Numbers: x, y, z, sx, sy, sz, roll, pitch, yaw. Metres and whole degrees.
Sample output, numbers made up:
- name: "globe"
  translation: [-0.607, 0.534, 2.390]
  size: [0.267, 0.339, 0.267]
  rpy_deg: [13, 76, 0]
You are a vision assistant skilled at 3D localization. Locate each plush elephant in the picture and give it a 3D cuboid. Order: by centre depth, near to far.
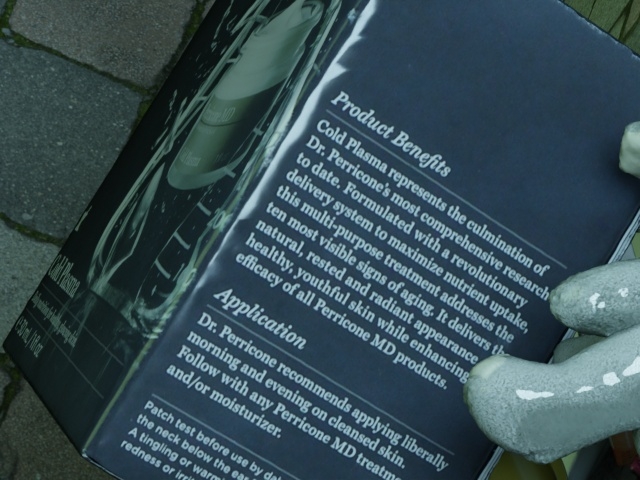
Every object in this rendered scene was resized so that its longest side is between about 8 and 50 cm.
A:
- name: "plush elephant"
  translation: [0.259, 0.071, 1.353]
  size: [0.330, 0.272, 0.255]
  rpy_deg: [-37, 23, 8]

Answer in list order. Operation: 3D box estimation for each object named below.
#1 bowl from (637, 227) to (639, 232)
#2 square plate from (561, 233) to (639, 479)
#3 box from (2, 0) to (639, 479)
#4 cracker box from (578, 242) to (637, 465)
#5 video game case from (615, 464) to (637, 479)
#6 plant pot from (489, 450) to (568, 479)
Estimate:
- name: "bowl"
  translation: [0.355, -0.048, 1.687]
  size: [0.298, 0.134, 0.297]
  rpy_deg: [-156, 90, -86]
- name: "square plate"
  translation: [0.275, 0.123, 2.073]
  size: [0.347, 0.049, 0.344]
  rpy_deg: [-63, 13, 2]
- name: "box"
  translation: [0.000, 0.000, 1.637]
  size: [0.471, 0.297, 0.480]
  rpy_deg: [-57, 17, -4]
- name: "cracker box"
  translation: [0.254, 0.063, 1.715]
  size: [0.155, 0.067, 0.232]
  rpy_deg: [62, -166, -62]
- name: "video game case"
  translation: [0.262, 0.290, 1.740]
  size: [0.212, 0.023, 0.193]
  rpy_deg: [-75, 10, -65]
- name: "plant pot"
  translation: [0.128, 0.276, 1.769]
  size: [0.254, 0.254, 0.239]
  rpy_deg: [-65, 24, 12]
